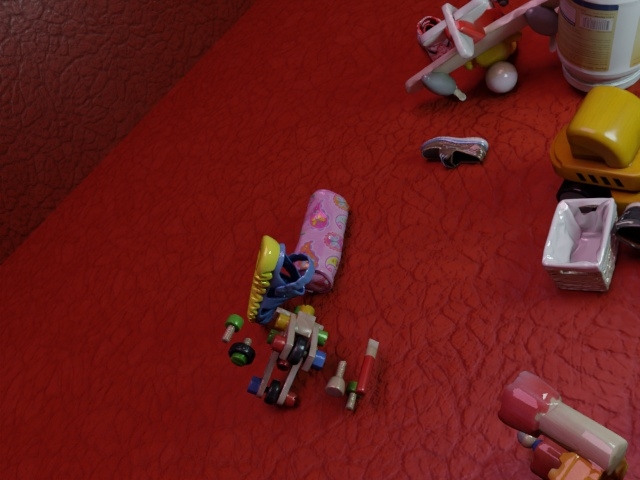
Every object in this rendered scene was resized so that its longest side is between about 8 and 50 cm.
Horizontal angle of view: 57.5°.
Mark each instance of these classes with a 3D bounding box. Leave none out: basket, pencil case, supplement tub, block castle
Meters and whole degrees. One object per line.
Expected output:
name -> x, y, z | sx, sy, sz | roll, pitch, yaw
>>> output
basket -> 0.530, 0.011, 1.169 | 0.113, 0.103, 0.167 | 0, 55, 42
pencil case -> 0.000, 0.000, 1.553 | 0.124, 0.124, 0.284 | -11, 48, 27
supplement tub -> 0.674, -0.521, 1.355 | 0.228, 0.316, 0.228 | -8, 58, 14
block castle -> 0.245, 0.443, 0.847 | 0.453, 0.303, 0.213 | -49, 42, -12

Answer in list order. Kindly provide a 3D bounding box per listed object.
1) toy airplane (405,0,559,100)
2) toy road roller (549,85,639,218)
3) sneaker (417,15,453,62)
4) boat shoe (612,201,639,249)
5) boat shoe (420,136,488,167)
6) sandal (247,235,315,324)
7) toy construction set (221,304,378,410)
toy airplane -> 0.445, -0.523, 1.574 | 0.384, 0.272, 0.386 | -30, 6, -8
toy road roller -> 0.627, -0.172, 1.163 | 0.329, 0.240, 0.202 | 18, 66, 43
sneaker -> 0.354, -0.664, 1.859 | 0.090, 0.145, 0.270 | -26, 43, 14
boat shoe -> 0.660, 0.013, 1.068 | 0.233, 0.084, 0.079 | 31, 49, 30
boat shoe -> 0.347, -0.233, 1.546 | 0.183, 0.066, 0.066 | -1, 55, 35
sandal -> -0.102, 0.117, 1.427 | 0.138, 0.317, 0.126 | 10, 56, -9
toy construction set -> -0.021, 0.229, 1.314 | 0.309, 0.257, 0.237 | 8, 44, 16
